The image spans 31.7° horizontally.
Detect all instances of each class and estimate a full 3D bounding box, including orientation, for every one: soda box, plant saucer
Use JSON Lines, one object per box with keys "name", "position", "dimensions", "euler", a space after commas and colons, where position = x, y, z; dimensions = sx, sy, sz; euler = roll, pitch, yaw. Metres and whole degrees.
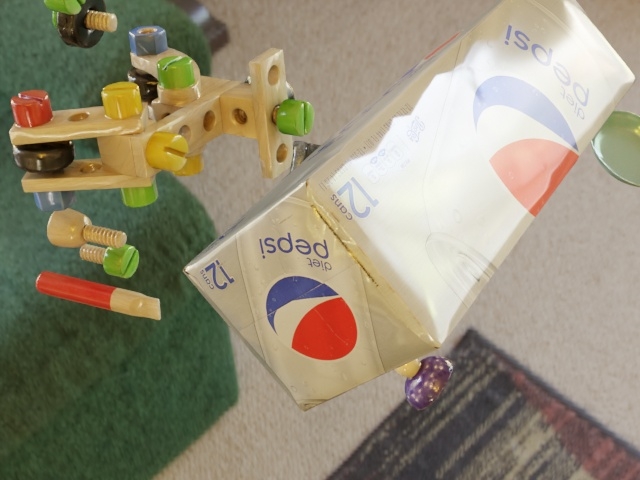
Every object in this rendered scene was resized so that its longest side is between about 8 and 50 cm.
{"name": "soda box", "position": [0.062, -0.040, 0.581], "dimensions": [0.091, 0.098, 0.286], "euler": [51, 43, -6]}
{"name": "plant saucer", "position": [0.382, -0.108, 1.390], "dimensions": [0.119, 0.021, 0.119], "euler": [10, 54, -14]}

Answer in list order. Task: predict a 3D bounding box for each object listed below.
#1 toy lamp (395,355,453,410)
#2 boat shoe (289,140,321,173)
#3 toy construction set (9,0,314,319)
{"name": "toy lamp", "position": [0.023, 0.086, 1.280], "dimensions": [0.275, 0.080, 0.080], "euler": [38, 57, -10]}
{"name": "boat shoe", "position": [0.000, 0.000, 1.009], "dimensions": [0.083, 0.183, 0.065], "euler": [9, 16, -2]}
{"name": "toy construction set", "position": [-0.145, -0.075, 1.094], "dimensions": [0.237, 0.257, 0.309], "euler": [13, 97, 21]}
